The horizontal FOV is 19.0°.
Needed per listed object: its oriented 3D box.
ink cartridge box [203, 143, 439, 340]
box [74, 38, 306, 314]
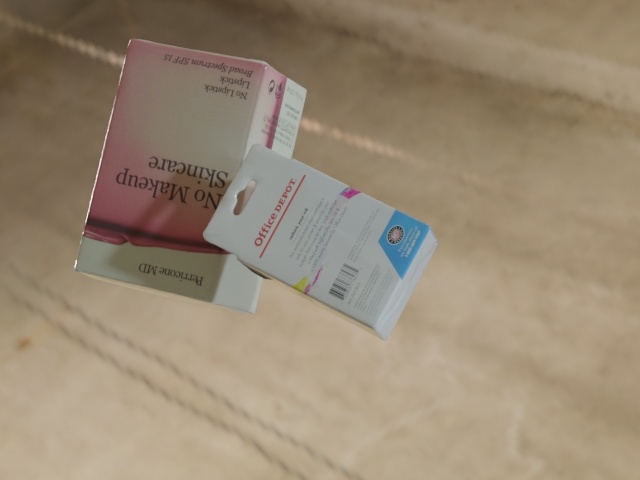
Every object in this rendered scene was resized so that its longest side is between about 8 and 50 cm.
[{"bbox_3d":[0.000,0.000,1.696,0.181,0.104,0.061,27,-7,17],"label":"ink cartridge box"},{"bbox_3d":[-0.123,-0.060,1.823,0.149,0.232,0.127,12,-4,18],"label":"box"}]
